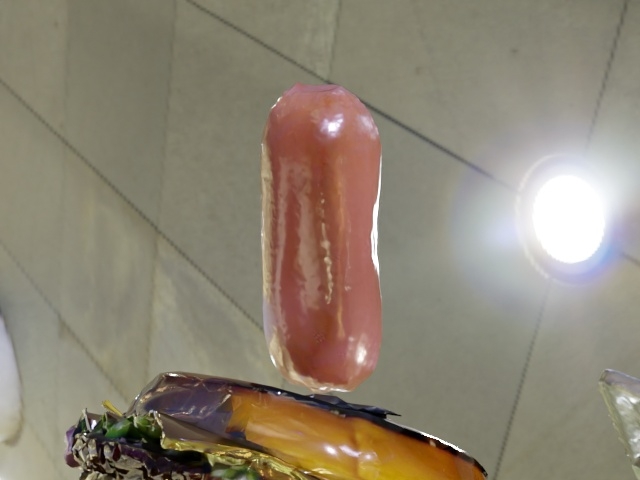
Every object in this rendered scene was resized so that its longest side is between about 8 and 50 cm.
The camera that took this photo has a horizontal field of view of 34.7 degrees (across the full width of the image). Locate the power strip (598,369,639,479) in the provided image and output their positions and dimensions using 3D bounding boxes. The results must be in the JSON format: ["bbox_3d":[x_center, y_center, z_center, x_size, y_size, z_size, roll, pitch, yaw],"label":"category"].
[{"bbox_3d":[0.300,0.198,0.759,0.213,0.064,0.198,22,156,43],"label":"power strip"}]

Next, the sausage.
[{"bbox_3d":[0.000,0.000,0.632,0.077,0.077,0.194,10,102,54],"label":"sausage"}]

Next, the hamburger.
[{"bbox_3d":[-0.018,0.156,0.521,0.261,0.243,0.139,146,142,-66],"label":"hamburger"}]
